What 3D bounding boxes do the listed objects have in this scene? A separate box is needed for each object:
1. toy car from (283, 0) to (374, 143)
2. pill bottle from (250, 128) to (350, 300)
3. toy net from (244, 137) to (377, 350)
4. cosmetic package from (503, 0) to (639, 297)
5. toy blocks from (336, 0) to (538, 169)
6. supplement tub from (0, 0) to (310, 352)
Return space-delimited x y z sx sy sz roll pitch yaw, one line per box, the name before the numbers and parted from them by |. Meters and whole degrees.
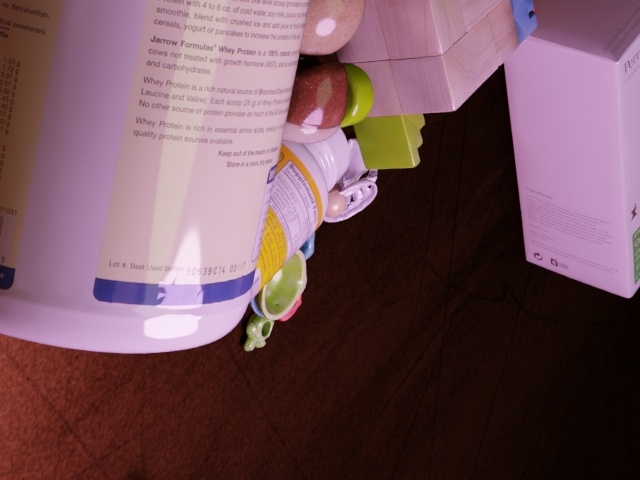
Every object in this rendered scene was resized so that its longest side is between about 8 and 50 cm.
toy car | -0.025 -0.181 1.241 0.155 0.149 0.188 -19 135 -56
pill bottle | -0.067 -0.025 1.323 0.208 0.118 0.117 -47 143 -35
toy net | 0.000 0.000 1.524 0.232 0.045 0.122 -50 144 -33
cosmetic package | 0.327 -0.138 1.885 0.197 0.155 0.365 -49 145 -30
toy blocks | 0.090 -0.287 1.373 0.261 0.191 0.381 -45 125 -50
supplement tub | -0.133 -0.113 1.042 0.235 0.235 0.324 -8 113 -58
